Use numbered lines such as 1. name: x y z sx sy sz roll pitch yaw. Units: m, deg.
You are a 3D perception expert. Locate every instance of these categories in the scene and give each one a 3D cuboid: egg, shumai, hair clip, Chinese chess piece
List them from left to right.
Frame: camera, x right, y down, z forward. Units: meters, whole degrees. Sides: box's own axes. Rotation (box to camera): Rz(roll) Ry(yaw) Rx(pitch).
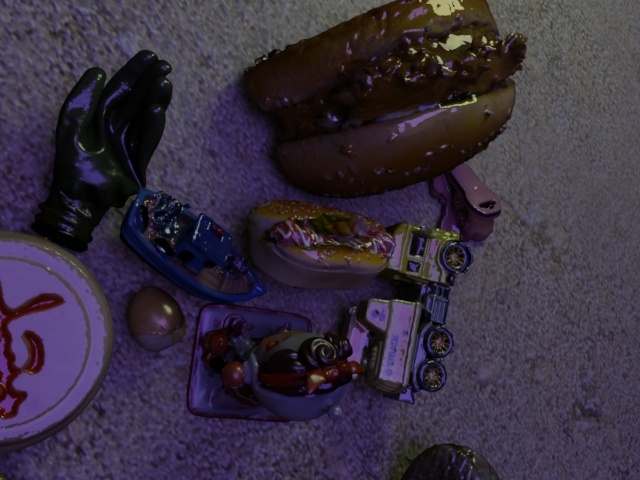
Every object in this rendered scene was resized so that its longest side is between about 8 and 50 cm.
1. Chinese chess piece: -0.362 0.113 0.762 0.251 0.097 0.250 4 81 -31
2. egg: -0.212 0.100 0.869 0.071 0.071 0.083 -20 80 -31
3. shumai: 0.214 0.414 1.055 0.153 0.161 0.209 5 90 -53
4. hair clip: 0.244 -0.067 1.183 0.123 0.102 0.138 -19 62 -33

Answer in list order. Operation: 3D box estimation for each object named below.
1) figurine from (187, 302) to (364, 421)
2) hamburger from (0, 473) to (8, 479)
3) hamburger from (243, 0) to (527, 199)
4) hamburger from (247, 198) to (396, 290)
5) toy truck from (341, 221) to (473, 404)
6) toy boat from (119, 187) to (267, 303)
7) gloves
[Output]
1. figurine: -0.042 0.167 0.871 0.183 0.226 0.160 11 80 -29
2. hamburger: -0.420 0.314 0.704 0.206 0.130 0.183 22 71 -8
3. hamburger: 0.144 -0.225 0.998 0.445 0.287 0.268 -22 98 -29
4. hamburger: 0.000 0.000 0.951 0.210 0.173 0.116 5 107 -30
5. toy truck: 0.118 0.104 1.037 0.157 0.124 0.272 17 79 -18
6. toy boat: -0.154 0.013 0.878 0.223 0.097 0.100 40 44 -32
7. gloves: -0.268 -0.115 0.840 0.135 0.107 0.268 31 87 -29
